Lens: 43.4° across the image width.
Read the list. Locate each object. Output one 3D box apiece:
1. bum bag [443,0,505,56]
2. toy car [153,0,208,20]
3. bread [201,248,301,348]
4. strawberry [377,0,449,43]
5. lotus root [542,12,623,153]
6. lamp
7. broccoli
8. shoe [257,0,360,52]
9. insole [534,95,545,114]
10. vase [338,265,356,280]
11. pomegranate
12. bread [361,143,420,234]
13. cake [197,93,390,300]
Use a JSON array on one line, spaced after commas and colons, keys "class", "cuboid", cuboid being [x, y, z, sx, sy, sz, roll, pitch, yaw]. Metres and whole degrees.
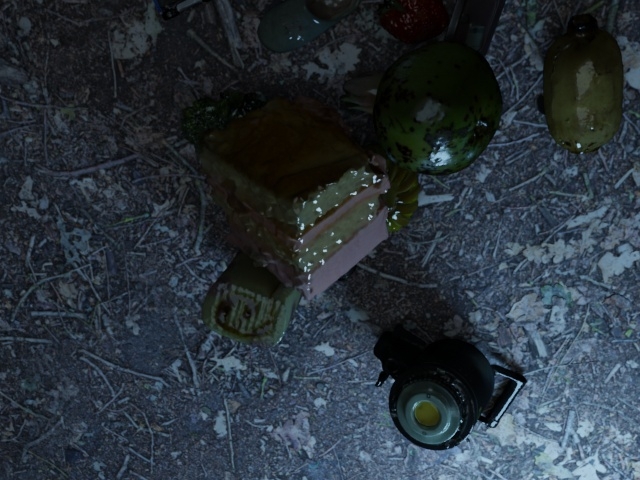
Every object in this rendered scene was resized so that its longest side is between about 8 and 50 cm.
[{"class": "bum bag", "cuboid": [0.322, -0.466, 1.683, 0.109, 0.026, 0.160, 8, 118, -17]}, {"class": "toy car", "cuboid": [-0.277, -0.539, 1.719, 0.170, 0.070, 0.080, -20, 106, 15]}, {"class": "bread", "cuboid": [-0.130, 0.108, 1.798, 0.187, 0.338, 0.155, 20, 110, 2]}, {"class": "strawberry", "cuboid": [0.195, -0.469, 1.660, 0.148, 0.131, 0.131, 35, 110, -10]}, {"class": "lotus root", "cuboid": [0.541, -0.322, 1.661, 0.160, 0.146, 0.284, -13, 113, -10]}, {"class": "lamp", "cuboid": [0.292, 0.364, 1.873, 0.373, 0.272, 0.205, 26, 113, -3]}, {"class": "broccoli", "cuboid": [-0.174, -0.249, 1.764, 0.226, 0.198, 0.176, -37, 66, -10]}, {"class": "shoe", "cuboid": [-0.025, -0.479, 1.696, 0.251, 0.100, 0.103, -30, 106, 14]}, {"class": "insole", "cuboid": [0.530, -0.284, 1.748, 0.134, 0.002, 0.045, 14, 111, 2]}, {"class": "vase", "cuboid": [0.000, 0.000, 1.890, 0.060, 0.060, 0.211, -36, 101, 18]}, {"class": "pomegranate", "cuboid": [0.198, -0.282, 1.678, 0.340, 0.285, 0.285, 23, 116, 34]}, {"class": "bread", "cuboid": [0.128, -0.109, 1.812, 0.213, 0.105, 0.214, 1, 109, 4]}, {"class": "cake", "cuboid": [-0.037, -0.096, 1.632, 0.293, 0.314, 0.307, -35, 142, -21]}]
